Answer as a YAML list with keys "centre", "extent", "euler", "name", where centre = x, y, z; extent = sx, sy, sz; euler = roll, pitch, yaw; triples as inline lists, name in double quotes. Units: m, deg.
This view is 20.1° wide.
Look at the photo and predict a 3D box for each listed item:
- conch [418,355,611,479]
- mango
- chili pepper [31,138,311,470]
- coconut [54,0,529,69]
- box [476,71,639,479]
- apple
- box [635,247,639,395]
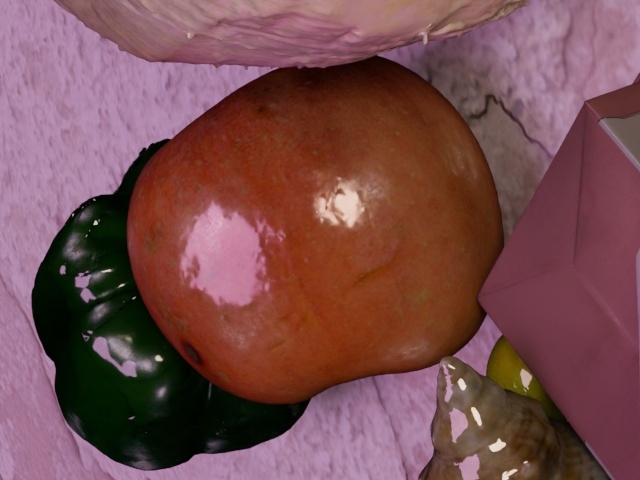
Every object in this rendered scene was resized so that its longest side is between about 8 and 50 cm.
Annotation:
- centre: [0.132, 0.230, 1.214]
  extent: [0.203, 0.170, 0.386]
  euler: [-90, -7, -57]
  name: "conch"
- centre: [0.145, 0.103, 1.251]
  extent: [0.073, 0.056, 0.108]
  euler: [53, 149, 37]
  name: "mango"
- centre: [-0.117, 0.059, 1.455]
  extent: [0.248, 0.233, 0.256]
  euler: [52, 166, 12]
  name: "chili pepper"
- centre: [-0.051, -0.289, 1.046]
  extent: [0.404, 0.404, 0.404]
  euler: [35, 134, 45]
  name: "coconut"
- centre: [0.210, 0.040, 1.082]
  extent: [0.215, 0.086, 0.215]
  euler: [55, 146, 25]
  name: "box"
- centre: [0.000, 0.000, 1.239]
  extent: [0.253, 0.253, 0.253]
  euler: [35, 134, 45]
  name: "apple"
- centre: [0.234, -0.001, 0.797]
  extent: [0.091, 0.274, 0.221]
  euler: [31, 111, -5]
  name: "box"
